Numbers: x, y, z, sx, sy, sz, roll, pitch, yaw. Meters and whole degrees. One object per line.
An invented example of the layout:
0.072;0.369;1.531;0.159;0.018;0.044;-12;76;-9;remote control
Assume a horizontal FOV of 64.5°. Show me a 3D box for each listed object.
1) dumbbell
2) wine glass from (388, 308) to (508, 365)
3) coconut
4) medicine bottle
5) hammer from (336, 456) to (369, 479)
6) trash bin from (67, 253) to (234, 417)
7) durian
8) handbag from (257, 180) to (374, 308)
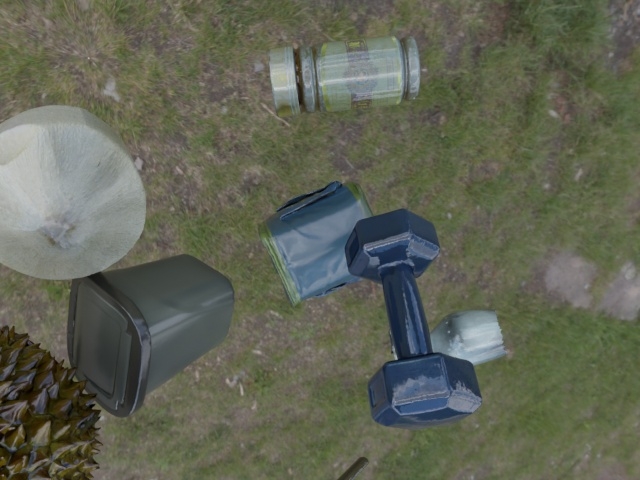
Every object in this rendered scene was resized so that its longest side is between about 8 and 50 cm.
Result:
0.131;0.114;0.780;0.159;0.325;0.144;24;135;-39;dumbbell
0.283;0.226;1.134;0.241;0.126;0.127;-12;117;16;wine glass
-0.380;-0.068;0.746;0.237;0.266;0.238;-11;124;-17;coconut
0.053;-0.372;1.148;0.322;0.151;0.151;-6;112;1;medicine bottle
-0.006;0.532;1.005;0.111;0.044;0.365;-36;168;34;hammer
-0.303;0.146;0.925;0.250;0.219;0.220;-23;136;-56;trash bin
-0.469;0.274;0.666;0.347;0.384;0.348;-5;111;-13;durian
0.000;0.000;1.136;0.240;0.263;0.223;-24;101;-6;handbag
